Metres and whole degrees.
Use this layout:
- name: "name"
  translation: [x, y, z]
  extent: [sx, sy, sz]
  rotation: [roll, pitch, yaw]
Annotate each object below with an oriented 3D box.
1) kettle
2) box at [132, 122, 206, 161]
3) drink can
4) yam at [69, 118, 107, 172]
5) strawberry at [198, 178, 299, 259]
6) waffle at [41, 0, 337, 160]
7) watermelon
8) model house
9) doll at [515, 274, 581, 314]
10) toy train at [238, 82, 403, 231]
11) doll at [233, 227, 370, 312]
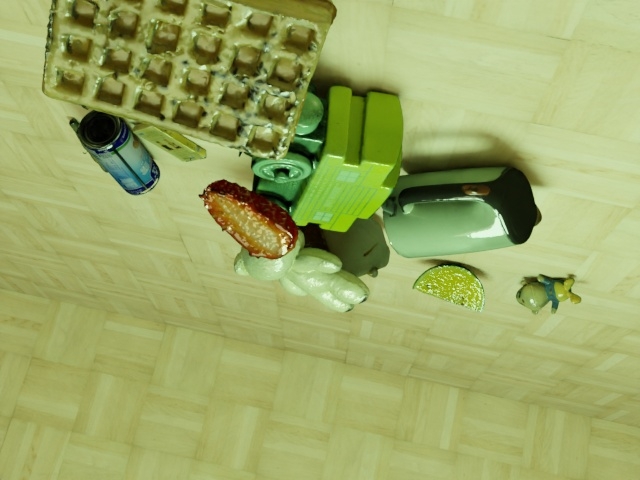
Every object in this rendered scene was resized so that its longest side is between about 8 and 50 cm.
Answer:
- name: "kettle"
  translation: [0.247, -0.057, 1.639]
  extent: [0.255, 0.165, 0.240]
  rotation: [-3, 167, 38]
- name: "box"
  translation: [-0.309, -0.204, 1.836]
  extent: [0.073, 0.020, 0.149]
  rotation: [-6, 154, 41]
- name: "drink can"
  translation: [-0.417, -0.182, 1.858]
  extent: [0.097, 0.097, 0.235]
  rotation: [8, 161, 14]
- name: "yam"
  translation: [-0.507, -0.204, 1.957]
  extent: [0.029, 0.027, 0.234]
  rotation: [0, 159, 7]
- name: "strawberry"
  translation: [-0.114, -0.048, 1.538]
  extent: [0.188, 0.082, 0.121]
  rotation: [41, 138, -14]
- name: "waffle"
  translation: [-0.187, -0.279, 1.254]
  extent: [0.376, 0.114, 0.261]
  rotation: [15, 127, -7]
- name: "watermelon"
  translation: [0.329, 0.099, 2.178]
  extent: [0.182, 0.092, 0.075]
  rotation: [21, 147, 1]
- name: "model house"
  translation: [0.001, 0.000, 2.009]
  extent: [0.229, 0.219, 0.199]
  rotation: [3, -159, 41]
- name: "doll"
  translation: [0.536, 0.130, 2.133]
  extent: [0.089, 0.102, 0.179]
  rotation: [-21, -179, -33]
- name: "toy train"
  translation: [-0.003, -0.140, 1.600]
  extent: [0.273, 0.179, 0.442]
  rotation: [8, 162, -9]
- name: "doll"
  translation: [-0.029, 0.054, 1.867]
  extent: [0.278, 0.149, 0.175]
  rotation: [33, 117, -11]
